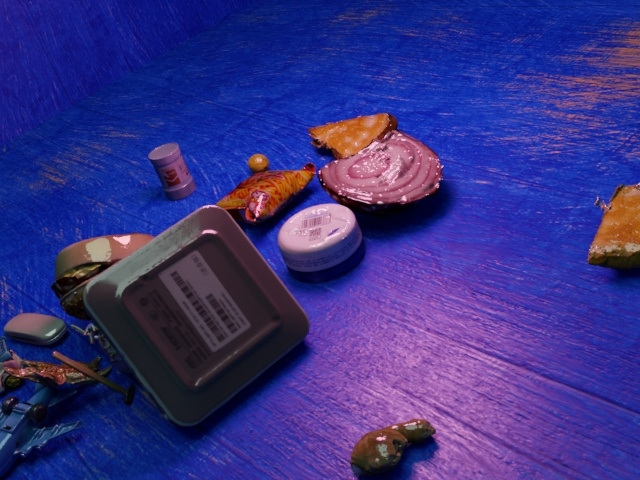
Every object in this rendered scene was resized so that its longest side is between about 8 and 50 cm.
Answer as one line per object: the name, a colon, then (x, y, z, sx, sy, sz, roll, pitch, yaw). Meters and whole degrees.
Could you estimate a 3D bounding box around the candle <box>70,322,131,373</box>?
candle: (-0.415, 0.205, 1.868, 0.330, 0.187, 0.187, -15, 32, 12)

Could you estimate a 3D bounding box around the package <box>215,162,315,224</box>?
package: (-0.165, -0.126, 2.312, 0.223, 0.108, 0.288, 6, 33, 44)

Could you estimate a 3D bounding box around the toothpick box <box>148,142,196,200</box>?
toothpick box: (-0.463, -0.215, 2.560, 0.101, 0.153, 0.101, -14, 33, 10)

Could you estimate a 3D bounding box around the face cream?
face cream: (0.000, 0.000, 2.018, 0.206, 0.111, 0.206, -13, 35, 9)

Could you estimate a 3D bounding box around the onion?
onion: (0.164, -0.136, 2.122, 0.314, 0.146, 0.280, -22, 45, -19)

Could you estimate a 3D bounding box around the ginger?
ginger: (0.127, 0.361, 1.438, 0.165, 0.067, 0.096, -24, 10, -6)

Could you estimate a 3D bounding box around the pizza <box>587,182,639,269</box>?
pizza: (0.694, -0.039, 1.735, 0.280, 0.075, 0.288, -7, 32, 13)

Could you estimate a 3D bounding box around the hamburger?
hamburger: (-0.512, 0.098, 2.016, 0.300, 0.300, 0.176, -18, 75, 4)

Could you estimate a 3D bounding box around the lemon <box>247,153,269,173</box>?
lemon: (-0.193, -0.237, 2.532, 0.083, 0.062, 0.062, 20, 49, 43)

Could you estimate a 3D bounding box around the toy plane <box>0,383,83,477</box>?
toy plane: (-0.650, 0.409, 1.771, 0.254, 0.105, 0.271, 6, 36, 26)

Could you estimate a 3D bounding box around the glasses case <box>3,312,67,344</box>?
glasses case: (-0.746, 0.231, 2.136, 0.204, 0.051, 0.081, 5, 38, 34)

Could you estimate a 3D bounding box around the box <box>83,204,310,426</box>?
box: (-0.258, 0.154, 1.724, 0.373, 0.367, 0.090, -37, -4, -26)

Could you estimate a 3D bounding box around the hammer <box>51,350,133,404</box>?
hammer: (-0.499, 0.293, 1.796, 0.013, 0.199, 0.062, -47, 20, 25)

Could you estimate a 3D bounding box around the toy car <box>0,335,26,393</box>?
toy car: (-0.810, 0.318, 1.996, 0.161, 0.098, 0.126, -27, 30, -14)

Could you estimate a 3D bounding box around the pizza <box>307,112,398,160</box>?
pizza: (0.078, -0.283, 2.439, 0.287, 0.074, 0.251, -7, 33, 21)

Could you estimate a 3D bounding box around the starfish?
starfish: (-0.597, 0.292, 1.852, 0.235, 0.062, 0.277, 7, 5, 13)
